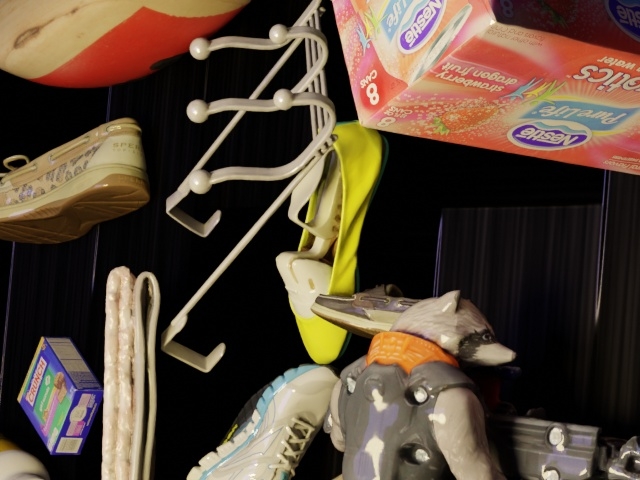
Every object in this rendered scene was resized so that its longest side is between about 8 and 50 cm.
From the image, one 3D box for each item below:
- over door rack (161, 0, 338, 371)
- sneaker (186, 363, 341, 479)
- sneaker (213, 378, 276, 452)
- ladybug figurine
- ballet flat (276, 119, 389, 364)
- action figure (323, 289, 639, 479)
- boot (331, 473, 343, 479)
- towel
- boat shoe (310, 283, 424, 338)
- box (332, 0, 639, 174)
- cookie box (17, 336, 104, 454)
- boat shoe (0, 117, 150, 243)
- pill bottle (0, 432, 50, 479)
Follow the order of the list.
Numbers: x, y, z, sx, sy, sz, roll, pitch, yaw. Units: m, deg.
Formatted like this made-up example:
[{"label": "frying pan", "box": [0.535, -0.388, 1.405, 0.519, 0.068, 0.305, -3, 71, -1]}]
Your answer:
[{"label": "over door rack", "box": [-0.090, -0.073, 1.779, 0.239, 0.108, 0.324, -93, 26, -52]}, {"label": "sneaker", "box": [-0.038, 0.197, 1.749, 0.190, 0.071, 0.083, -50, 40, 13]}, {"label": "sneaker", "box": [-0.061, 0.197, 1.826, 0.144, 0.059, 0.053, -57, 9, 13]}, {"label": "ladybug figurine", "box": [-0.185, -0.279, 1.932, 0.449, 0.162, 0.305, -16, 40, 53]}, {"label": "ballet flat", "box": [0.000, 0.000, 1.750, 0.077, 0.077, 0.231, 23, 103, 51]}, {"label": "action figure", "box": [0.100, 0.195, 1.438, 0.341, 0.178, 0.330, -5, 70, 36]}, {"label": "boot", "box": [0.035, 0.309, 1.631, 0.203, 0.095, 0.262, -39, 48, 42]}, {"label": "towel", "box": [-0.188, 0.203, 1.877, 0.317, 0.053, 0.331, 124, 148, -80]}, {"label": "boat shoe", "box": [0.059, 0.063, 1.679, 0.152, 0.056, 0.049, 13, 80, 36]}, {"label": "box", "box": [0.172, -0.153, 1.358, 0.154, 0.300, 0.142, -36, 57, 44]}, {"label": "cookie box", "box": [-0.293, 0.174, 2.146, 0.107, 0.040, 0.091, 48, 123, 46]}, {"label": "boat shoe", "box": [-0.291, -0.061, 2.144, 0.285, 0.105, 0.089, -15, 68, 41]}, {"label": "pill bottle", "box": [-0.372, 0.279, 2.182, 0.184, 0.103, 0.103, 21, 101, 52]}]
